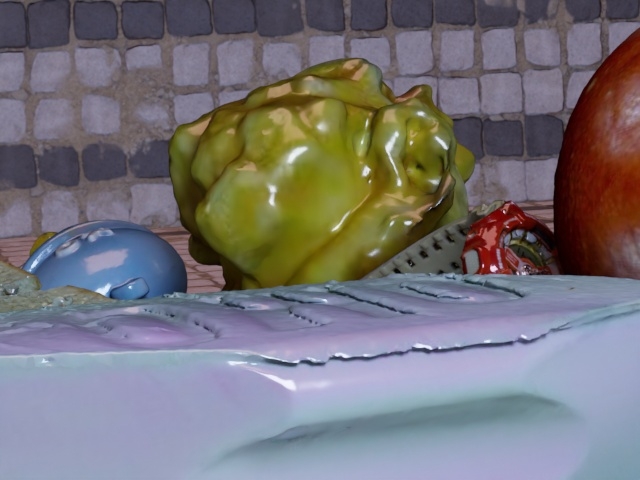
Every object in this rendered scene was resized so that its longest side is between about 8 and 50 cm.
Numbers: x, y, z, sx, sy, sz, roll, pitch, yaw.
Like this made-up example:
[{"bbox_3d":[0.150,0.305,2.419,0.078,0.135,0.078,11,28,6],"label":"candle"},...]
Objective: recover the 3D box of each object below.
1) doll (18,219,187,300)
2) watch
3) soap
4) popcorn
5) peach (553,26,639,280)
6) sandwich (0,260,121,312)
[{"bbox_3d":[-0.236,0.054,1.802,0.177,0.141,0.314,-28,10,-26],"label":"doll"},{"bbox_3d":[0.067,0.071,1.366,0.268,0.102,0.165,-34,24,31],"label":"watch"},{"bbox_3d":[-0.007,0.110,1.052,0.446,0.156,0.261,-4,5,-22],"label":"soap"},{"bbox_3d":[-0.011,-0.003,1.614,0.321,0.290,0.326,-8,-23,-5],"label":"popcorn"},{"bbox_3d":[0.325,-0.019,1.258,0.310,0.335,0.406,-1,14,37],"label":"peach"},{"bbox_3d":[-0.309,0.087,1.564,0.249,0.095,0.273,-8,15,-44],"label":"sandwich"}]
